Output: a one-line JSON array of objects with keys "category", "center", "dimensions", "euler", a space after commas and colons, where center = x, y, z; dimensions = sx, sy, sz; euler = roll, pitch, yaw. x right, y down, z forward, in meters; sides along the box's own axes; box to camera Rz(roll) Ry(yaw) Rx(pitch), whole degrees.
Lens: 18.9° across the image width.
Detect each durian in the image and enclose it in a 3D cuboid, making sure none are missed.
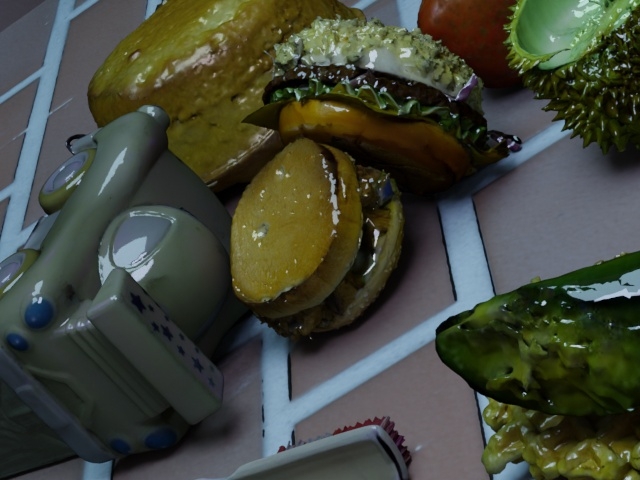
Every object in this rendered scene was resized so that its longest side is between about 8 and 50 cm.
[{"category": "durian", "center": [0.292, -0.185, 1.750], "dimensions": [0.237, 0.176, 0.200], "euler": [-32, 14, 2]}]

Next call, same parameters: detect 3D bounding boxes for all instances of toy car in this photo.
[{"category": "toy car", "center": [-0.172, 0.033, 1.945], "dimensions": [0.226, 0.242, 0.336], "euler": [-22, 29, 40]}]

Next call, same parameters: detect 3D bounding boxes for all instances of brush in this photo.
[{"category": "brush", "center": [-0.056, 0.215, 1.677], "dimensions": [0.321, 0.060, 0.050], "euler": [-22, 16, 34]}]

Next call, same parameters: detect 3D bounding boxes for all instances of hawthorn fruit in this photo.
[{"category": "hawthorn fruit", "center": [0.189, -0.251, 2.030], "dimensions": [0.189, 0.189, 0.189], "euler": [-32, 24, 16]}]

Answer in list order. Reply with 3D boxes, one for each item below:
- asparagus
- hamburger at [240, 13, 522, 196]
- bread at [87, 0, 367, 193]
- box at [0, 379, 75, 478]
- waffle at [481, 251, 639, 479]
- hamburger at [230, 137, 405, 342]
[{"category": "asparagus", "center": [0.265, 0.050, 1.358], "dimensions": [0.382, 0.108, 0.128], "euler": [-18, 49, 11]}, {"category": "hamburger", "center": [0.065, -0.136, 1.925], "dimensions": [0.243, 0.261, 0.139], "euler": [0, 69, 50]}, {"category": "bread", "center": [-0.127, -0.201, 2.367], "dimensions": [0.358, 0.204, 0.337], "euler": [-50, 21, -21]}, {"category": "box", "center": [-0.348, 0.154, 2.092], "dimensions": [0.231, 0.155, 0.149], "euler": [-20, 30, 35]}, {"category": "waffle", "center": [0.230, 0.093, 1.472], "dimensions": [0.243, 0.059, 0.238], "euler": [-8, 37, 44]}, {"category": "hamburger", "center": [-0.005, 0.008, 1.872], "dimensions": [0.182, 0.118, 0.191], "euler": [-12, 58, 50]}]
